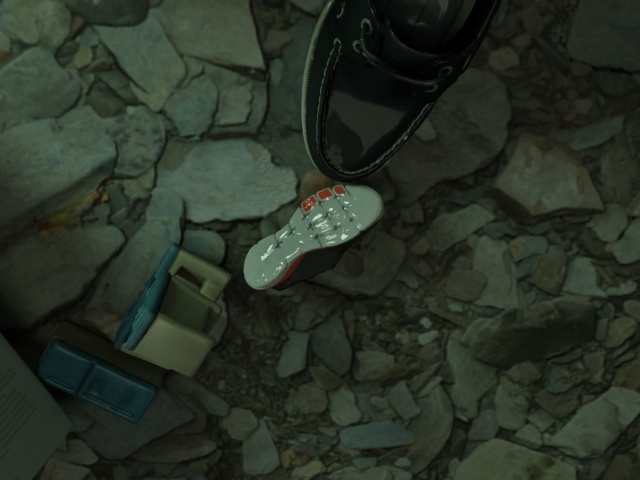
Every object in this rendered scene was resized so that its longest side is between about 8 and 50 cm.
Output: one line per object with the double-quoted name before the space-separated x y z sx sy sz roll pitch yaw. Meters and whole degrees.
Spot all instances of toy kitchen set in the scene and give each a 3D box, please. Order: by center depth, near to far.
"toy kitchen set" -0.191 0.105 0.753 0.122 0.166 0.207 29 111 -12

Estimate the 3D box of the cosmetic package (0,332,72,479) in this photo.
"cosmetic package" -0.380 0.176 0.774 0.151 0.151 0.183 -16 115 30

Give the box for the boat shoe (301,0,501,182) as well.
"boat shoe" 0.078 -0.184 0.648 0.127 0.113 0.340 26 112 -13

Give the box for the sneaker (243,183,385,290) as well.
"sneaker" 0.000 0.000 0.771 0.158 0.061 0.065 -30 150 21
